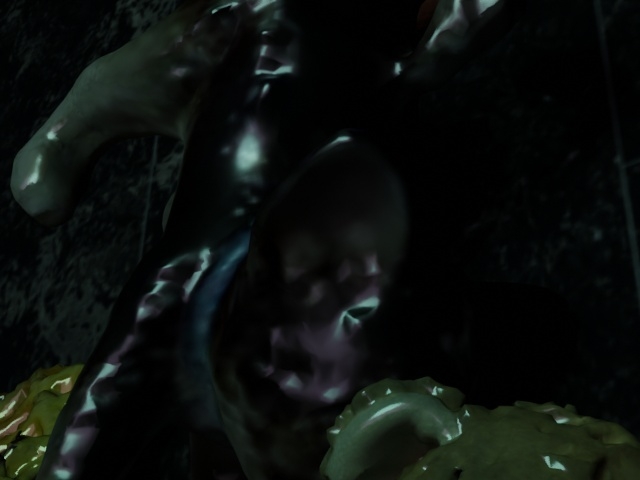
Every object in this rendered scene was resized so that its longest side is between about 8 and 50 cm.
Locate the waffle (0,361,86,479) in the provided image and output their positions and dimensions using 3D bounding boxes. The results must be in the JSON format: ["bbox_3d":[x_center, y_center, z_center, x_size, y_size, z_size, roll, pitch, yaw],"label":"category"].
[{"bbox_3d":[-0.229,0.172,0.715,0.301,0.058,0.281,-45,13,-33],"label":"waffle"}]

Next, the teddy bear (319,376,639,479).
[{"bbox_3d":[0.064,0.180,0.465,0.267,0.156,0.256,21,76,0],"label":"teddy bear"}]

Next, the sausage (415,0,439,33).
[{"bbox_3d":[0.073,-0.166,0.817,0.094,0.054,0.059,-27,45,22],"label":"sausage"}]

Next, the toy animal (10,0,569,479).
[{"bbox_3d":[0.000,0.000,0.643,0.302,0.194,0.344,-32,48,25],"label":"toy animal"}]
